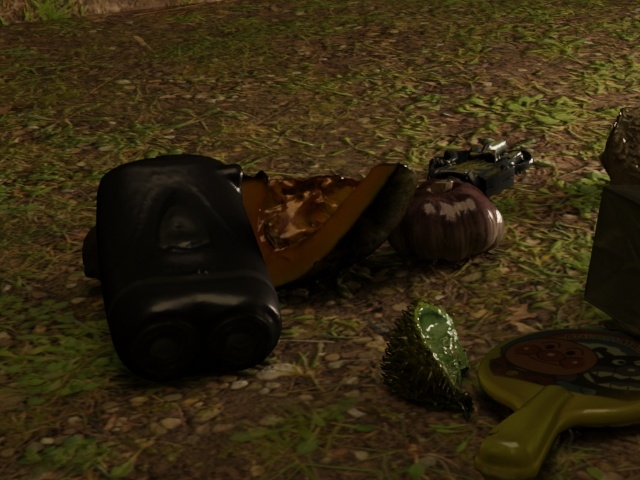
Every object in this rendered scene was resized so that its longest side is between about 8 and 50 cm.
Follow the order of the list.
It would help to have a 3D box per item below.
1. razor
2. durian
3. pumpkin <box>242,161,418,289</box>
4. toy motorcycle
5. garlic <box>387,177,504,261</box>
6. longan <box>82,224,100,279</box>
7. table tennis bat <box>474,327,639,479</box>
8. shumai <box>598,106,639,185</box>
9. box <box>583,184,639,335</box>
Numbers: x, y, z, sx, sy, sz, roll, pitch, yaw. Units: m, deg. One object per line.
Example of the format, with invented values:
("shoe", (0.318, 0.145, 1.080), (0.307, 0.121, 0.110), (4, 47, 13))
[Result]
("razor", (-0.165, 0.028, 1.807), (0.204, 0.113, 0.349), (-5, 37, -10))
("durian", (0.122, 0.127, 1.642), (0.100, 0.086, 0.215), (11, 27, -5))
("pumpkin", (0.000, 0.000, 1.941), (0.312, 0.169, 0.148), (-5, -20, 40))
("toy motorcycle", (0.222, -0.103, 2.220), (0.193, 0.061, 0.124), (-30, 39, -33))
("garlic", (0.161, -0.031, 1.991), (0.159, 0.102, 0.147), (7, 25, 27))
("longan", (-0.264, 0.019, 1.952), (0.113, 0.092, 0.113), (-1, 43, 1))
("table tennis bat", (0.252, 0.161, 1.559), (0.224, 0.054, 0.369), (10, 22, 28))
("shumai", (0.459, -0.130, 2.185), (0.146, 0.145, 0.116), (-10, 4, -15))
("box", (0.428, 0.041, 1.673), (0.149, 0.155, 0.231), (0, 20, -24))
